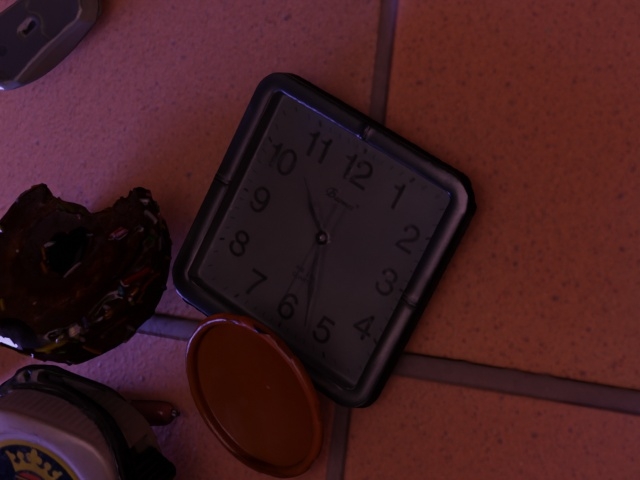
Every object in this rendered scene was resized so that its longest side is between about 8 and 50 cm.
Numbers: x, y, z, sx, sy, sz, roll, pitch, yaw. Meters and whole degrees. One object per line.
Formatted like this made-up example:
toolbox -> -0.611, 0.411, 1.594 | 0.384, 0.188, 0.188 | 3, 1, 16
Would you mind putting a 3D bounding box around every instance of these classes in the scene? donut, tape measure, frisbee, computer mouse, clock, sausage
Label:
donut -> -0.262, 0.040, 1.805 | 0.230, 0.096, 0.216 | -7, 58, 23
tape measure -> -0.250, 0.259, 1.798 | 0.271, 0.133, 0.231 | 19, 118, 22
frisbee -> -0.064, 0.160, 1.745 | 0.192, 0.035, 0.192 | 22, 126, 34
computer mouse -> -0.314, -0.243, 1.885 | 0.182, 0.056, 0.089 | -39, 78, 15
clock -> 0.000, 0.000, 1.728 | 0.273, 0.049, 0.278 | 33, 106, 23
sausage -> -0.253, 0.192, 1.871 | 0.223, 0.029, 0.029 | -1, 90, 27
